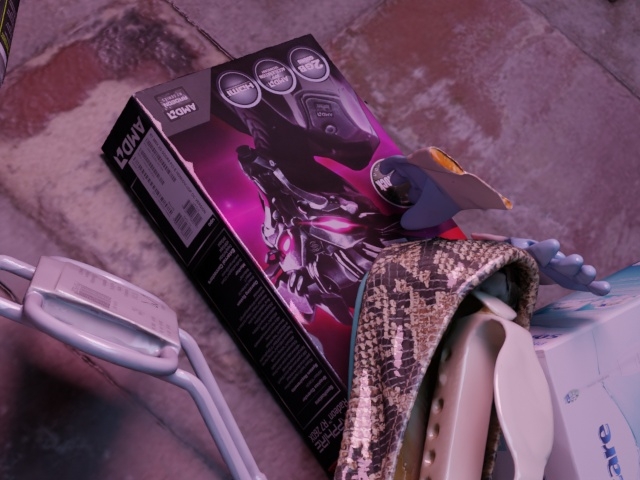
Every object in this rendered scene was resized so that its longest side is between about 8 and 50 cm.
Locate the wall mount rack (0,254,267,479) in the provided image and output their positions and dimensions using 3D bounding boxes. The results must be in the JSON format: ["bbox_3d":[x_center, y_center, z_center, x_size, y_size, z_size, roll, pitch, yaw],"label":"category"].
[{"bbox_3d":[-0.138,0.119,1.232,0.304,0.350,0.130,25,93,-8],"label":"wall mount rack"}]

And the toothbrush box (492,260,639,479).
[{"bbox_3d":[0.275,0.152,1.457,0.295,0.126,0.216,-23,99,-39],"label":"toothbrush box"}]

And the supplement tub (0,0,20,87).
[{"bbox_3d":[-0.323,-0.189,1.423,0.117,0.117,0.190,17,50,-18],"label":"supplement tub"}]

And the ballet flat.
[{"bbox_3d":[0.082,0.210,1.235,0.164,0.182,0.483,34,58,-40],"label":"ballet flat"}]

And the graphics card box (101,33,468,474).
[{"bbox_3d":[0.000,0.000,1.487,0.233,0.094,0.371,-24,71,-39],"label":"graphics card box"}]

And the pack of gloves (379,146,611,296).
[{"bbox_3d":[0.134,-0.001,1.393,0.195,0.232,0.046,37,85,-7],"label":"pack of gloves"}]
